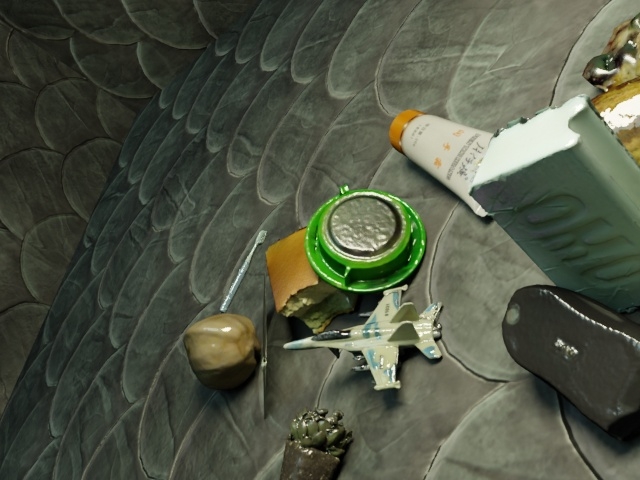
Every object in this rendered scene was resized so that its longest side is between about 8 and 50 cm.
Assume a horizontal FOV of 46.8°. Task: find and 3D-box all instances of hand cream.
[{"bbox_3d":[0.228,-0.142,1.267,0.139,0.089,0.314,-57,36,3],"label":"hand cream"}]

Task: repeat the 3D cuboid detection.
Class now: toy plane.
[{"bbox_3d":[0.067,0.158,1.163,0.262,0.088,0.192,-17,42,29],"label":"toy plane"}]

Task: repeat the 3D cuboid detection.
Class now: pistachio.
[{"bbox_3d":[-0.197,0.220,1.472,0.137,0.153,0.238,-60,-4,-28],"label":"pistachio"}]

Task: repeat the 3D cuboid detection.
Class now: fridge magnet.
[{"bbox_3d":[0.075,-0.005,1.259,0.208,0.088,0.208,-2,57,3],"label":"fridge magnet"}]

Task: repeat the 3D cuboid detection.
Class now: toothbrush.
[{"bbox_3d":[-0.179,0.071,1.728,0.019,0.016,0.219,8,65,50],"label":"toothbrush"}]

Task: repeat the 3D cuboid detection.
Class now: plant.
[{"bbox_3d":[-0.010,0.323,1.126,0.092,0.094,0.143,164,123,-70],"label":"plant"}]

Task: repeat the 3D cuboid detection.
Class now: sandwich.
[{"bbox_3d":[-0.027,0.077,1.387,0.220,0.108,0.186,-22,42,46],"label":"sandwich"}]

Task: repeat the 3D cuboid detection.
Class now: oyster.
[{"bbox_3d":[0.502,-0.268,0.963,0.221,0.096,0.361,-60,25,7],"label":"oyster"}]

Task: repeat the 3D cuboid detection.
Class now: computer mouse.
[{"bbox_3d":[0.303,0.130,0.849,0.217,0.073,0.122,40,114,50],"label":"computer mouse"}]

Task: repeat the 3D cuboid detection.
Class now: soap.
[{"bbox_3d":[0.300,-0.025,0.842,0.150,0.261,0.094,-19,35,50],"label":"soap"}]

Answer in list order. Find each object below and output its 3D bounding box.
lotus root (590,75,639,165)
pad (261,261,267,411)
[{"bbox_3d":[0.399,-0.127,0.886,0.314,0.169,0.141,-26,74,35],"label":"lotus root"},{"bbox_3d":[-0.109,0.184,1.400,0.265,0.009,0.159,-96,8,-50],"label":"pad"}]
